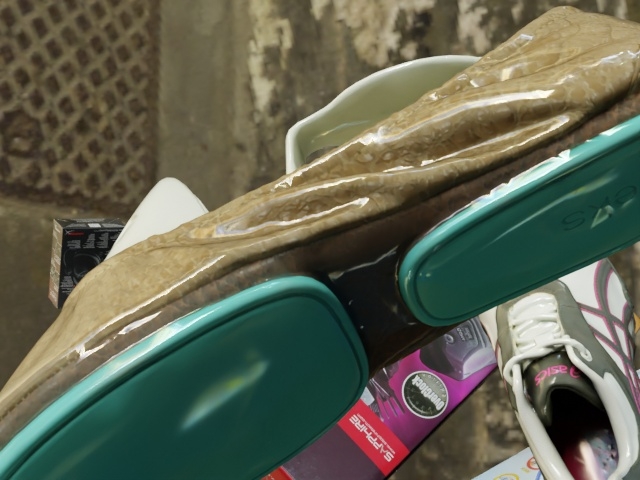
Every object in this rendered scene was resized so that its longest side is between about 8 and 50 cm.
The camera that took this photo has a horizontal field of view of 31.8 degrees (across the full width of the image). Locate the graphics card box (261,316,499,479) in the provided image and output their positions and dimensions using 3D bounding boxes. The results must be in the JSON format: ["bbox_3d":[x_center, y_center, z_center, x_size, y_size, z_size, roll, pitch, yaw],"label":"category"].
[{"bbox_3d":[0.049,0.141,1.302,0.233,0.094,0.371,46,59,11],"label":"graphics card box"}]

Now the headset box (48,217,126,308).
[{"bbox_3d":[-0.207,0.024,1.003,0.062,0.032,0.083,-2,109,-28],"label":"headset box"}]

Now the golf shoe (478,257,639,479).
[{"bbox_3d":[0.164,0.072,0.751,0.120,0.105,0.273,40,26,-56],"label":"golf shoe"}]

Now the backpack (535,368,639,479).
[{"bbox_3d":[0.330,0.238,0.991,0.263,0.276,0.213,-33,115,-4],"label":"backpack"}]

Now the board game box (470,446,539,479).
[{"bbox_3d":[0.273,0.421,1.526,0.302,0.308,0.086,-25,107,-15],"label":"board game box"}]

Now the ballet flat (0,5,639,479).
[{"bbox_3d":[0.000,0.000,0.457,0.342,0.124,0.116,-31,137,-5],"label":"ballet flat"}]

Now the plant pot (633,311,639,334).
[{"bbox_3d":[0.343,0.111,1.600,0.188,0.205,0.205,38,40,13],"label":"plant pot"}]
